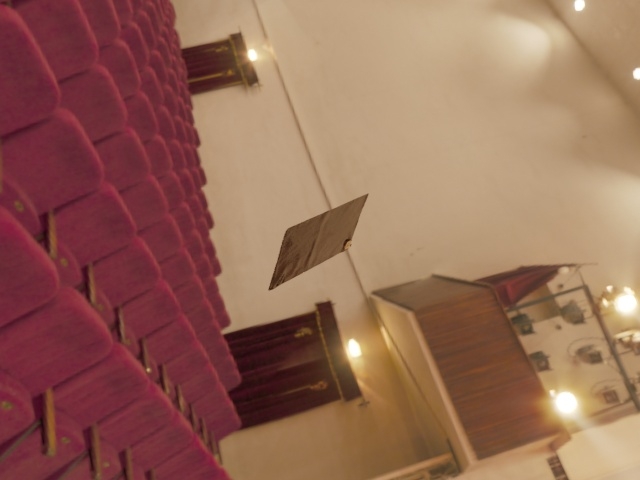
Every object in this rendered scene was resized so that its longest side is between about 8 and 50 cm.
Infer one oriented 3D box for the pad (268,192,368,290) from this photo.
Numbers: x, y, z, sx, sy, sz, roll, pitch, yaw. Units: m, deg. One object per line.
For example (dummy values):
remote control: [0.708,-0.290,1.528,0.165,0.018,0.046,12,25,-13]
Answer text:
pad: [0.000,0.000,0.874,0.004,0.193,0.116,37,-52,25]
